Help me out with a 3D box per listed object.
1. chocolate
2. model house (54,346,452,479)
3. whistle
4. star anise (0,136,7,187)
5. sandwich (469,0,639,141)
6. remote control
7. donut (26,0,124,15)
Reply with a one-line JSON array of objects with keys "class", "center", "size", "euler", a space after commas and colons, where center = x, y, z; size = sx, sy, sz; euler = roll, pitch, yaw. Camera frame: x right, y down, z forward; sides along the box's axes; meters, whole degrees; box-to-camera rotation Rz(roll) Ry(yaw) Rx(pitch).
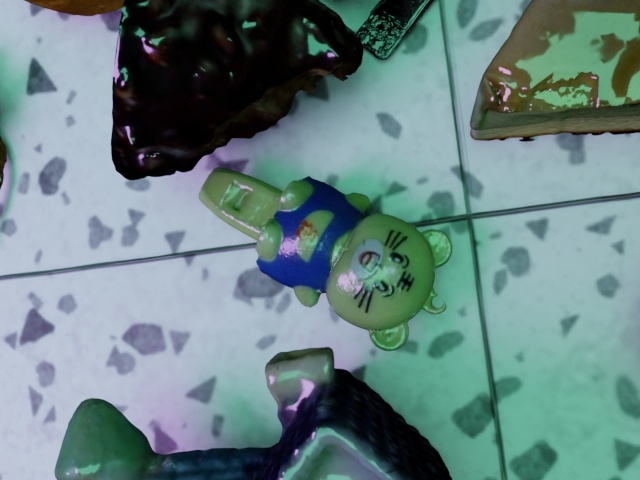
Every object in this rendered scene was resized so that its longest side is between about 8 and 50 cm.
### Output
[{"class": "chocolate", "center": [-0.057, -0.138, 0.516], "size": [0.176, 0.224, 0.207], "euler": [12, 116, -10]}, {"class": "model house", "center": [-0.046, 0.226, 0.457], "size": [0.298, 0.243, 0.285], "euler": [-8, 83, 3]}, {"class": "whistle", "center": [0.000, 0.000, 0.531], "size": [0.227, 0.085, 0.105], "euler": [29, 85, 13]}, {"class": "star anise", "center": [-0.343, -0.084, 0.628], "size": [0.097, 0.070, 0.191], "euler": [2, 89, 40]}, {"class": "sandwich", "center": [0.216, -0.175, 0.479], "size": [0.219, 0.108, 0.186], "euler": [-3, 87, 15]}, {"class": "remote control", "center": [0.071, -0.201, 0.561], "size": [0.039, 0.014, 0.096], "euler": [40, 97, 12]}, {"class": "donut", "center": [-0.224, -0.315, 0.583], "size": [0.226, 0.114, 0.227], "euler": [-1, 87, 13]}]
